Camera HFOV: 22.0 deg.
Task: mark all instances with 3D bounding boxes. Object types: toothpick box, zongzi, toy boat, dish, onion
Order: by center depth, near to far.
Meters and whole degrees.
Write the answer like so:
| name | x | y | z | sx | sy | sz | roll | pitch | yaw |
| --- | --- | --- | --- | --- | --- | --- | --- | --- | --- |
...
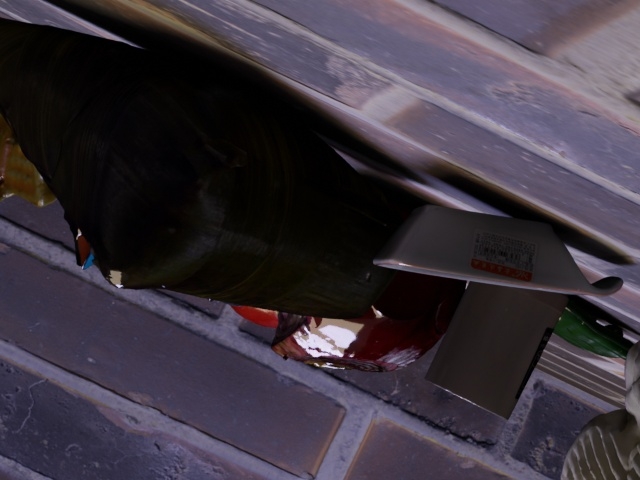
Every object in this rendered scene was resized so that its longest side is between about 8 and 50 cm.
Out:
| name | x | y | z | sx | sy | sz | roll | pitch | yaw |
| --- | --- | --- | --- | --- | --- | --- | --- | --- | --- |
| dish | 0.175 | 0.011 | 1.584 | 0.234 | 0.064 | 0.154 | 10 | 178 | -6 |
| zongzi | -0.145 | -0.091 | 1.693 | 0.403 | 0.207 | 0.432 | 17 | -162 | -49 |
| toothpick box | 0.203 | 0.098 | 1.851 | 0.111 | 0.180 | 0.111 | 26 | 178 | 1 |
| onion | 0.073 | 0.048 | 1.902 | 0.207 | 0.216 | 0.206 | 15 | 165 | -20 |
| toy boat | 0.330 | 0.107 | 2.121 | 0.104 | 0.052 | 0.210 | 25 | 176 | 45 |

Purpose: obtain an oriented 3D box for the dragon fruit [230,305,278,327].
| name | x | y | z | sx | sy | sz | roll | pitch | yaw |
| --- | --- | --- | --- | --- | --- | --- | --- | --- | --- |
| dragon fruit | -0.052 | 0.039 | 2.588 | 0.227 | 0.224 | 0.224 | 26 | 177 | -39 |

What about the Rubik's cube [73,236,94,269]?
| name | x | y | z | sx | sy | sz | roll | pitch | yaw |
| --- | --- | --- | --- | --- | --- | --- | --- | --- | --- |
| Rubik's cube | -0.157 | -0.133 | 1.852 | 0.250 | 0.284 | 0.234 | 1 | 162 | -20 |

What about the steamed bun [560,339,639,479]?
| name | x | y | z | sx | sy | sz | roll | pitch | yaw |
| --- | --- | --- | --- | --- | --- | --- | --- | --- | --- |
| steamed bun | 0.440 | 0.266 | 1.742 | 0.247 | 0.352 | 0.339 | 2 | -157 | -27 |

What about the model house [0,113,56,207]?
| name | x | y | z | sx | sy | sz | roll | pitch | yaw |
| --- | --- | --- | --- | --- | --- | --- | --- | --- | --- |
| model house | -0.443 | -0.145 | 2.261 | 0.268 | 0.239 | 0.173 | 27 | 175 | 0 |
